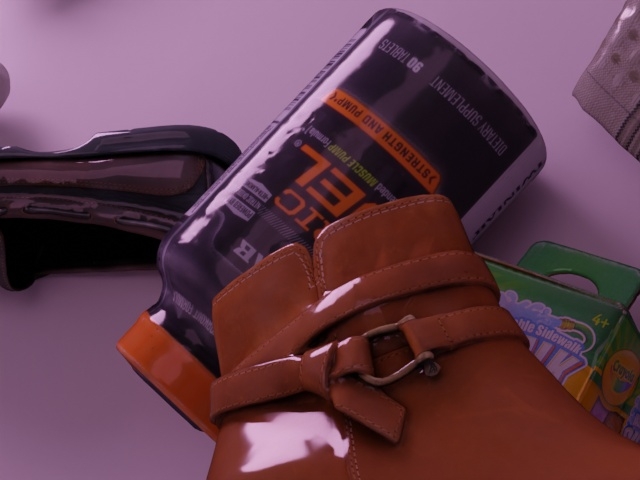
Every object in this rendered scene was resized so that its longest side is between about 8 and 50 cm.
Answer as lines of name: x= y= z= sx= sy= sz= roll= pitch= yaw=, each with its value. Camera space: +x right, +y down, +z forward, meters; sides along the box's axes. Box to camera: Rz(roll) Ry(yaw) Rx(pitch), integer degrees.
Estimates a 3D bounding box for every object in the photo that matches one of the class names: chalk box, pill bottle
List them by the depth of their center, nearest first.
chalk box: x=0.087 y=0.089 z=0.853 sx=0.132 sy=0.132 sz=0.213 roll=18 pitch=70 yaw=33
pill bottle: x=0.000 y=0.000 z=0.953 sx=0.245 sy=0.130 sz=0.130 roll=-47 pitch=52 yaw=-7

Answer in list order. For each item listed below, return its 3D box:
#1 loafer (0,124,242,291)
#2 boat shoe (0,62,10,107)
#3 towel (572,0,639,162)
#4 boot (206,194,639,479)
loafer: x=-0.177 y=-0.008 z=1.071 sx=0.268 sy=0.096 sz=0.084 roll=-10 pitch=63 yaw=18
boat shoe: x=-0.299 y=-0.093 z=1.204 sx=0.184 sy=0.066 sz=0.063 roll=-27 pitch=53 yaw=21
towel: x=0.301 y=-0.110 z=0.846 sx=0.312 sy=0.056 sz=0.324 roll=51 pitch=120 yaw=36
boot: x=0.080 y=0.075 z=0.733 sx=0.283 sy=0.109 sz=0.220 roll=-22 pitch=50 yaw=18
